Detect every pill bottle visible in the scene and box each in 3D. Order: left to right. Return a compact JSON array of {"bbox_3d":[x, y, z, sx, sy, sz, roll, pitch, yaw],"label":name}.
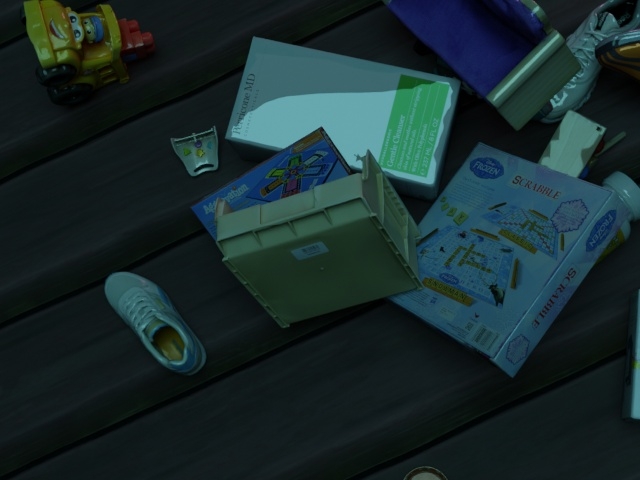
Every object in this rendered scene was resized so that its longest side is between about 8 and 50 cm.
[{"bbox_3d":[0.436,-0.018,1.813,0.208,0.117,0.118,-37,76,-3],"label":"pill bottle"}]

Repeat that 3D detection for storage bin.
[{"bbox_3d":[0.000,0.000,1.746,0.262,0.260,0.123,-16,51,18],"label":"storage bin"}]

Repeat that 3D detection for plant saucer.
[{"bbox_3d":[0.174,0.415,1.805,0.083,0.013,0.084,-2,77,7],"label":"plant saucer"}]

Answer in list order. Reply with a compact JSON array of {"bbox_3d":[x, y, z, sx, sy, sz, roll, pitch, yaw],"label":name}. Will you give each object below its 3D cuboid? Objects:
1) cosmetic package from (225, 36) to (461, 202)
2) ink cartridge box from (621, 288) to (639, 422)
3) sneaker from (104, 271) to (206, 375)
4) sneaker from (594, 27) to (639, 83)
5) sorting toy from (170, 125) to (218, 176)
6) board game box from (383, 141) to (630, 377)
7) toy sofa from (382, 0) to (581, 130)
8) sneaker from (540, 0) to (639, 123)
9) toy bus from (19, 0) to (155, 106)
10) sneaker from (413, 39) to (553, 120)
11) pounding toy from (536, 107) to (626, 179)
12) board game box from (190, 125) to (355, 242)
[{"bbox_3d":[0.043,-0.205,1.882,0.365,0.155,0.197,12,83,8],"label":"cosmetic package"},{"bbox_3d":[0.576,0.194,1.765,0.154,0.093,0.213,6,81,7],"label":"ink cartridge box"},{"bbox_3d":[-0.288,0.134,1.880,0.228,0.092,0.087,43,87,14],"label":"sneaker"},{"bbox_3d":[0.601,-0.243,1.800,0.321,0.124,0.180,5,80,-16],"label":"sneaker"},{"bbox_3d":[-0.217,-0.156,1.962,0.083,0.045,0.075,-15,84,3],"label":"sorting toy"},{"bbox_3d":[0.280,0.019,1.758,0.318,0.066,0.318,-53,38,-5],"label":"board game box"},{"bbox_3d":[0.234,-0.358,1.762,0.150,0.177,0.362,-44,53,9],"label":"toy sofa"},{"bbox_3d":[0.460,-0.329,1.879,0.110,0.118,0.292,40,87,11],"label":"sneaker"},{"bbox_3d":[-0.405,-0.349,1.939,0.211,0.220,0.150,-15,79,-3],"label":"toy bus"},{"bbox_3d":[0.275,-0.285,1.883,0.121,0.108,0.302,-46,54,12],"label":"sneaker"},{"bbox_3d":[0.442,-0.154,1.846,0.100,0.141,0.130,31,97,12],"label":"pounding toy"},{"bbox_3d":[-0.071,-0.065,1.839,0.281,0.027,0.145,-28,107,26],"label":"board game box"}]
